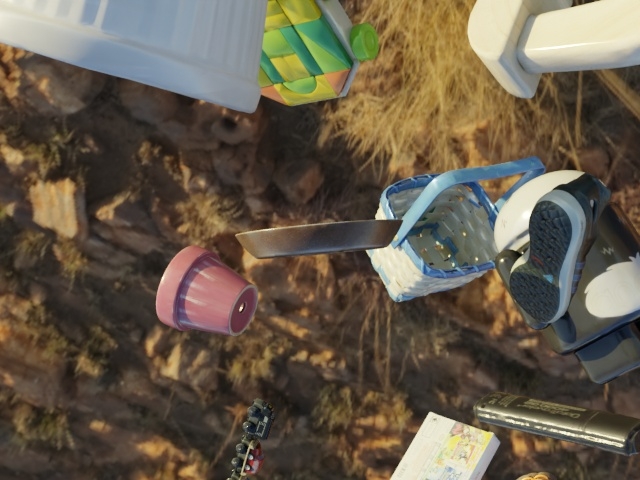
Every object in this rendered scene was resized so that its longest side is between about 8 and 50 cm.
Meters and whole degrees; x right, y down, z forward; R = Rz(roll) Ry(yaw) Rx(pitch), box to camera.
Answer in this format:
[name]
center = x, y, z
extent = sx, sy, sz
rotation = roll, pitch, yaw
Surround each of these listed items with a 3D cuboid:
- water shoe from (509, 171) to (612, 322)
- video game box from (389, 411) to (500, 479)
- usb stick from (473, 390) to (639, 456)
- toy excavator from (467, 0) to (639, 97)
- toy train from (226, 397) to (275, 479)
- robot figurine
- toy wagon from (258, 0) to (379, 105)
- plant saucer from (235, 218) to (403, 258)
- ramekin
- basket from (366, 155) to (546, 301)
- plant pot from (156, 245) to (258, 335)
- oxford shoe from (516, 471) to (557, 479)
[water shoe]
center = 0.255, 0.014, 0.907
extent = 0.073, 0.080, 0.203
rotation = 46, 157, 27
[video game box]
center = 0.274, 0.499, 1.945
extent = 0.187, 0.205, 0.048
rotation = 9, 147, 50
[usb stick]
center = 0.360, 0.274, 1.319
extent = 0.278, 0.077, 0.045
rotation = 3, 108, 47
[toy excavator]
center = 0.395, -0.271, 0.771
extent = 0.445, 0.433, 0.222
rotation = -49, 132, 3
[toy train]
center = -0.084, 0.258, 1.038
extent = 0.036, 0.027, 0.158
rotation = 20, 113, 7
[robot figurine]
center = 0.343, 0.043, 1.146
extent = 0.174, 0.209, 0.278
rotation = -31, 74, 15
[toy wagon]
center = -0.084, -0.343, 1.309
extent = 0.267, 0.068, 0.344
rotation = -5, 140, 34
[plant saucer]
center = 0.000, 0.000, 0.875
extent = 0.169, 0.168, 0.029
rotation = -5, 89, 16
[ramekin]
center = -0.168, -0.204, 0.728
extent = 0.273, 0.273, 0.127
rotation = 16, 97, 0
[basket]
center = 0.217, -0.033, 1.471
extent = 0.255, 0.201, 0.289
rotation = -9, 155, -37
[plant pot]
center = -0.254, 0.133, 2.043
extent = 0.180, 0.201, 0.201
rotation = 20, 131, 22
[oxford shoe]
center = 0.361, 0.469, 1.501
extent = 0.130, 0.132, 0.363
rotation = -6, 165, 11
